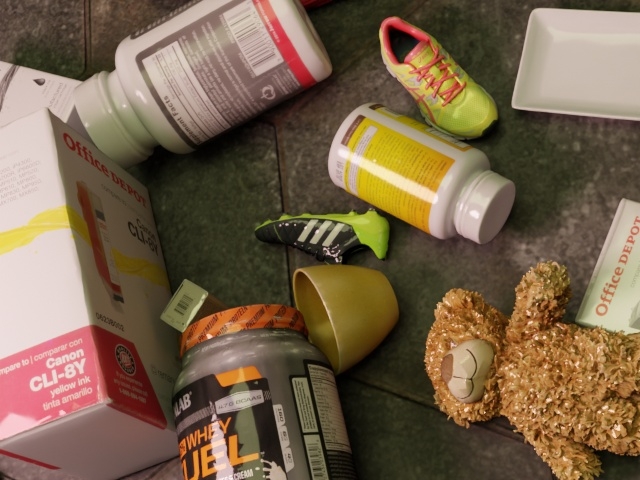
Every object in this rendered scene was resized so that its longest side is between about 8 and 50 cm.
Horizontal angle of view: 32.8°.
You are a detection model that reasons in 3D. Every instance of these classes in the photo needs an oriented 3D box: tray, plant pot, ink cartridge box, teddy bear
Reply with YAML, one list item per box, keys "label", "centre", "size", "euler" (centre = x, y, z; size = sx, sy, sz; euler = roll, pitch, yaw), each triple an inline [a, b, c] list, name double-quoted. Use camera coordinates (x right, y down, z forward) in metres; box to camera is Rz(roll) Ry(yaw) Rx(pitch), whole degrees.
- label: "tray"
  centre: [0.380, -0.209, 1.328]
  size: [0.270, 0.030, 0.145]
  euler: [8, 74, 22]
- label: "plant pot"
  centre: [0.037, 0.082, 1.299]
  size: [0.095, 0.134, 0.134]
  euler: [-20, 63, -16]
- label: "ink cartridge box"
  centre: [0.408, 0.064, 1.183]
  size: [0.218, 0.092, 0.158]
  euler: [18, 78, 27]
- label: "ink cartridge box"
  centre: [-0.297, 0.073, 1.325]
  size: [0.160, 0.279, 0.384]
  euler: [-23, 65, 10]
- label: "teddy bear"
  centre: [0.259, 0.150, 1.153]
  size: [0.338, 0.245, 0.113]
  euler: [24, 39, 21]
- label: "ink cartridge box"
  centre: [-0.435, -0.163, 1.566]
  size: [0.219, 0.092, 0.160]
  euler: [16, 76, 23]

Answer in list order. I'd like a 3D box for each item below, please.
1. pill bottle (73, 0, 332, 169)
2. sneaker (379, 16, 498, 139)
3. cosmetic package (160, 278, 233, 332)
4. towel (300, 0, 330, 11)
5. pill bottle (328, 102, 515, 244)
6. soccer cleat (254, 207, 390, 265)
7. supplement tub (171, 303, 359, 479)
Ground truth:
- label: "pill bottle"
  centre: [-0.159, -0.223, 1.443]
  size: [0.318, 0.176, 0.176]
  euler: [-27, 64, 8]
- label: "sneaker"
  centre: [0.140, -0.208, 1.377]
  size: [0.081, 0.094, 0.208]
  euler: [-44, 64, -2]
- label: "cosmetic package"
  centre: [-0.145, 0.096, 1.354]
  size: [0.041, 0.115, 0.060]
  euler: [29, 81, 27]
- label: "towel"
  centre: [0.000, -0.466, 1.502]
  size: [0.199, 0.031, 0.275]
  euler: [-18, 82, 25]
- label: "pill bottle"
  centre: [0.124, -0.078, 1.322]
  size: [0.215, 0.117, 0.117]
  euler: [29, 82, 27]
- label: "soccer cleat"
  centre: [0.000, 0.000, 1.373]
  size: [0.179, 0.060, 0.072]
  euler: [-3, 83, 18]
- label: "supplement tub"
  centre: [-0.060, 0.245, 1.226]
  size: [0.194, 0.193, 0.316]
  euler: [-19, 65, 12]
